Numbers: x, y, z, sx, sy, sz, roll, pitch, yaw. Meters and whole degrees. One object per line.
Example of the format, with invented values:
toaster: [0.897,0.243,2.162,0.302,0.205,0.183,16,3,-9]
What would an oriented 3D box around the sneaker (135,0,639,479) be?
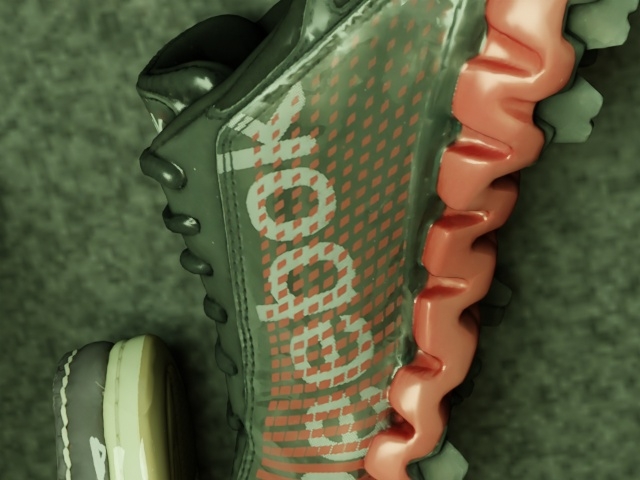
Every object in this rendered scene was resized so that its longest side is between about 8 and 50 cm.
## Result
sneaker: [0.000,0.000,0.595,0.135,0.097,0.276,16,114,0]

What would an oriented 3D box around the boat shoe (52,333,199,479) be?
boat shoe: [-0.090,0.163,0.684,0.092,0.103,0.285,3,121,2]
